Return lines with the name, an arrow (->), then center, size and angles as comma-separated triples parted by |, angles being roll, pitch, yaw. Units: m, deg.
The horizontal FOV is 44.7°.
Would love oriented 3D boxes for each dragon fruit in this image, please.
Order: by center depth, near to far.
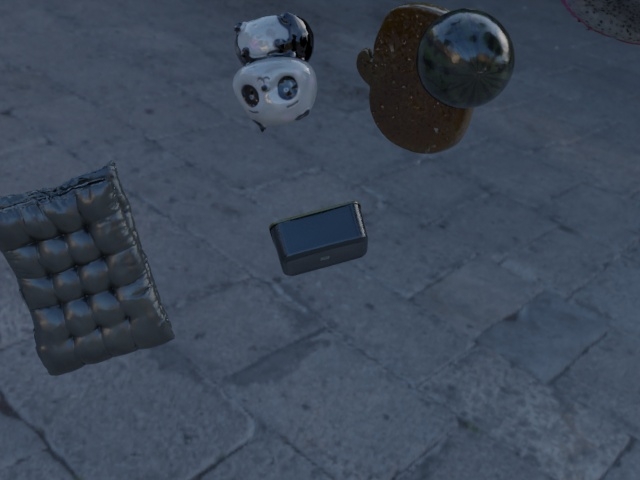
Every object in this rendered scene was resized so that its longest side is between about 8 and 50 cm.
dragon fruit -> 0.578, -0.507, 1.429 | 0.291, 0.189, 0.290 | 28, -12, 7

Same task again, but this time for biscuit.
biscuit -> 0.230, -0.391, 1.885 | 0.314, 0.367, 0.063 | 23, 38, 25

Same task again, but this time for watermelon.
watermelon -> 0.302, -0.382, 1.636 | 0.212, 0.212, 0.212 | 10, 31, -6

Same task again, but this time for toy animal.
toy animal -> -0.098, -0.369, 1.725 | 0.187, 0.235, 0.165 | -7, -16, 21

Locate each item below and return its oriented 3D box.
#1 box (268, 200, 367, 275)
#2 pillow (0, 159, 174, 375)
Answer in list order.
box -> 0.000, 0.000, 1.657 | 0.201, 0.144, 0.090 | -14, 71, -4
pillow -> -0.401, 0.055, 1.296 | 0.228, 0.326, 0.101 | -16, 23, -1
